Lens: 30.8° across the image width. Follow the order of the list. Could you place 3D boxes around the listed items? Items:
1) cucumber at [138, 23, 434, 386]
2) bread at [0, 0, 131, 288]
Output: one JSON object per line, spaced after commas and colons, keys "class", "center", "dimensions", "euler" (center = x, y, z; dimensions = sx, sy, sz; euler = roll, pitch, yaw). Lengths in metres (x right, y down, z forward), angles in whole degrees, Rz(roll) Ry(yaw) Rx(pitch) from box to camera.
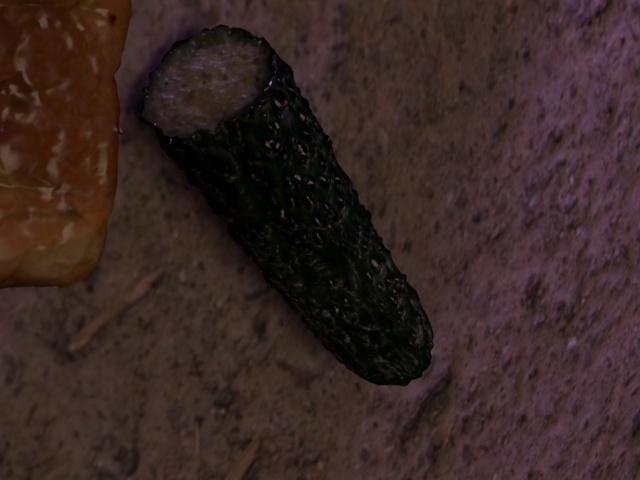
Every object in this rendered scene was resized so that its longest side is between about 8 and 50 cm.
{"class": "cucumber", "center": [0.000, 0.000, 0.824], "dimensions": [0.096, 0.096, 0.359], "euler": [-52, 140, -14]}
{"class": "bread", "center": [-0.244, -0.065, 0.490], "dimensions": [0.344, 0.149, 0.195], "euler": [0, 97, -46]}
